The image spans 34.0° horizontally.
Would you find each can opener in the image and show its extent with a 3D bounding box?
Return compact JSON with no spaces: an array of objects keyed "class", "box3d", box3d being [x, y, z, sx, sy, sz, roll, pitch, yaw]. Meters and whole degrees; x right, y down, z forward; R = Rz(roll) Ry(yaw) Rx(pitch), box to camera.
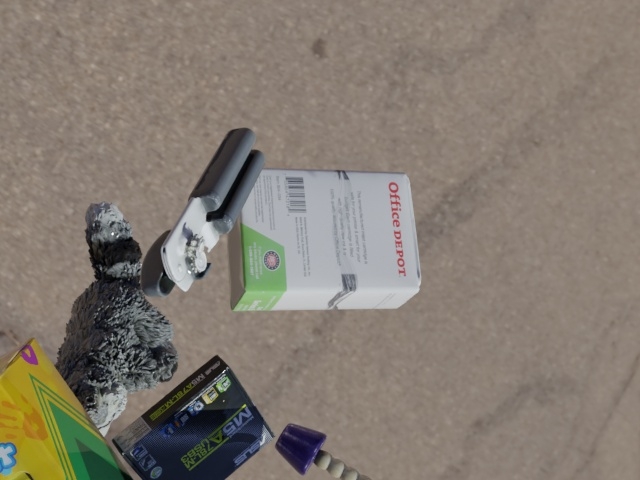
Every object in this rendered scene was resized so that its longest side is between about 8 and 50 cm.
[{"class":"can opener","box3d":[-0.151,-0.044,1.342,0.280,0.093,0.074,-63,142,-43]}]

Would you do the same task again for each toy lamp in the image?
[{"class":"toy lamp","box3d":[0.053,0.385,1.686,0.080,0.274,0.080,-57,170,-16]}]

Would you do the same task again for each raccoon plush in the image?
[{"class":"raccoon plush","box3d":[-0.465,0.166,1.998,0.299,0.216,0.447,-16,83,-65]}]

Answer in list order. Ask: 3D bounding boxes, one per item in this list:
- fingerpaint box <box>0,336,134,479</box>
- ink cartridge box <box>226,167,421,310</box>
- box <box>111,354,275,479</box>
[{"class":"fingerpaint box","box3d":[-0.487,0.406,1.417,0.444,0.163,0.371,-29,102,10]},{"class":"ink cartridge box","box3d":[0.000,0.000,1.601,0.272,0.115,0.198,1,70,-16]},{"class":"box","box3d":[-0.177,0.283,1.495,0.190,0.045,0.184,-38,132,-14]}]
